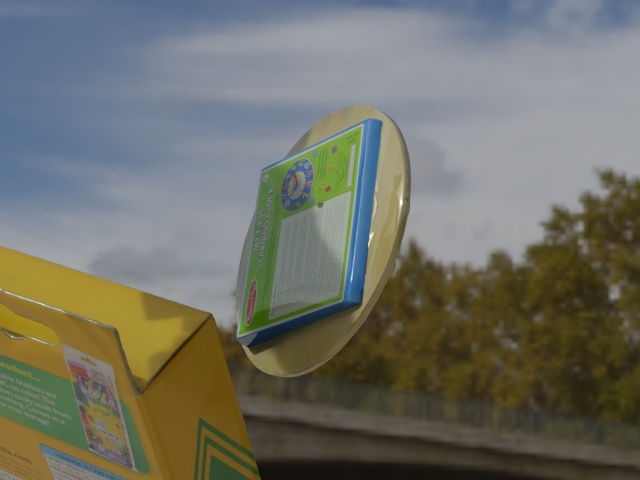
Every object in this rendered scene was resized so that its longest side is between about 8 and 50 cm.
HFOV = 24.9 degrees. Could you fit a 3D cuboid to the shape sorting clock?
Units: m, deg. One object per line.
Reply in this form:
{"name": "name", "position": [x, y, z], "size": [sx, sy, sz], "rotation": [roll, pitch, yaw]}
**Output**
{"name": "shape sorting clock", "position": [0.000, 0.000, 1.051], "size": [0.040, 0.206, 0.206], "rotation": [24, -25, -33]}

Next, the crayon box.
{"name": "crayon box", "position": [-0.149, 0.129, 0.993], "size": [0.203, 0.083, 0.323], "rotation": [16, -44, 31]}
